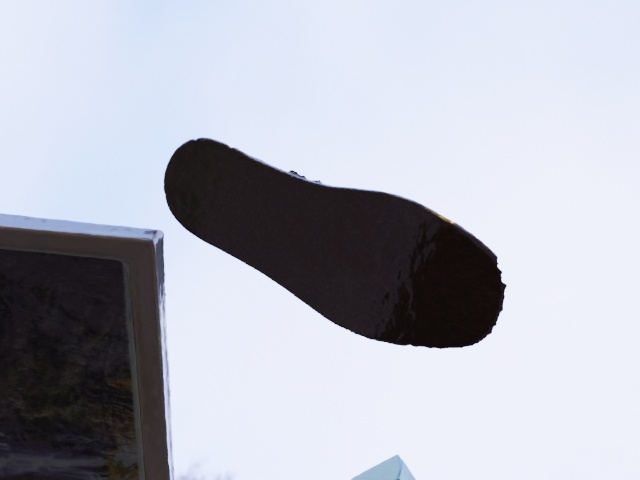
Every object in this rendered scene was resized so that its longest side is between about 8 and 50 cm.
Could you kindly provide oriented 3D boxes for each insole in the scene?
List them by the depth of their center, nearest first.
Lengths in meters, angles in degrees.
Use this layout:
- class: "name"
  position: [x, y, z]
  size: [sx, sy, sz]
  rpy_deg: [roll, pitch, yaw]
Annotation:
- class: "insole"
  position: [0.000, 0.000, 1.227]
  size: [0.327, 0.007, 0.111]
  rpy_deg: [24, -77, 33]

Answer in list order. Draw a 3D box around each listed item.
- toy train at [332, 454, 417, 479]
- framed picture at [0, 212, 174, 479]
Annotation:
- class: "toy train"
  position: [0.050, 0.213, 1.162]
  size: [0.081, 0.050, 0.122]
  rpy_deg: [-31, -72, 13]
- class: "framed picture"
  position: [-0.207, 0.121, 1.024]
  size: [0.240, 0.020, 0.324]
  rpy_deg: [6, -58, 8]
